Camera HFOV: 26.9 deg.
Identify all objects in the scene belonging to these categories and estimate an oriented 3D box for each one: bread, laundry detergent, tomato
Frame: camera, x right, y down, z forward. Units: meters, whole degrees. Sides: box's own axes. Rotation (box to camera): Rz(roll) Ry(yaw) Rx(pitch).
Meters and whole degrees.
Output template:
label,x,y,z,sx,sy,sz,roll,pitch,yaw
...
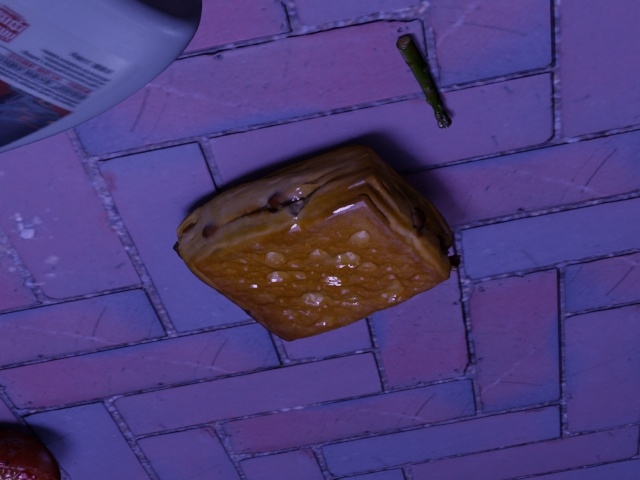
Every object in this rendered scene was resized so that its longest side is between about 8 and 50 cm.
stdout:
label,x,y,z,sx,sy,sz,roll,pitch,yaw
bread,0.000,0.000,1.322,0.235,0.099,0.210,-21,141,27
laundry detergent,-0.312,-0.142,1.035,0.398,0.124,0.264,-30,140,31
tomato,-0.404,0.281,1.646,0.174,0.082,0.166,1,140,-5

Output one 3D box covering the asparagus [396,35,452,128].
label,x,y,z,sx,sy,sz,roll,pitch,yaw
asparagus,0.095,-0.141,1.205,0.015,0.018,0.127,15,157,32
